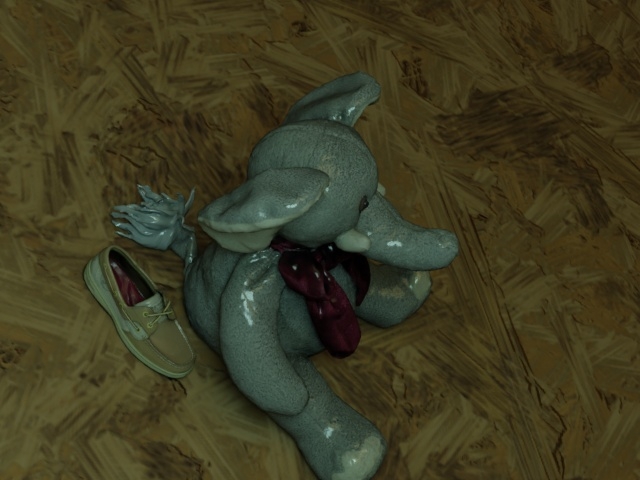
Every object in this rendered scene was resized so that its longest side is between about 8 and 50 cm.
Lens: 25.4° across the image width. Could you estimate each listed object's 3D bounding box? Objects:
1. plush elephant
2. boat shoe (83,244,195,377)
[{"bbox_3d":[0.000,0.000,1.260,0.330,0.255,0.272,36,47,-7],"label":"plush elephant"},{"bbox_3d":[-0.157,0.062,1.258,0.135,0.045,0.050,48,46,3],"label":"boat shoe"}]
